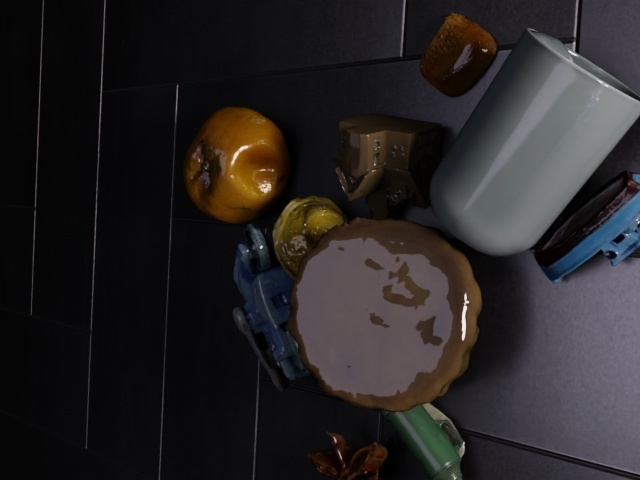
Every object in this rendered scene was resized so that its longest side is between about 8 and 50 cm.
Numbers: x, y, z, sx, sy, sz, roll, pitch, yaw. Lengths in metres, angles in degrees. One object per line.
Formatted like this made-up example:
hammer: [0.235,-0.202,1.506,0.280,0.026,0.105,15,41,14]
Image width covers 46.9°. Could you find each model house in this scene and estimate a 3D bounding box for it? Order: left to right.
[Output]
model house: [0.108,-0.090,1.344,0.181,0.176,0.248,16,117,39]

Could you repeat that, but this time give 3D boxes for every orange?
orange: [-0.196,-0.162,1.569,0.249,0.183,0.249,0,90,39]

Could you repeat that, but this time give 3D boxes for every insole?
insole: [0.191,0.322,1.348,0.192,0.010,0.063,42,116,32]

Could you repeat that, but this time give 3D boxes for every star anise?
star anise: [0.069,0.452,1.389,0.212,0.111,0.196,-28,66,45]

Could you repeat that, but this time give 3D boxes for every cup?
cup: [0.311,-0.139,1.123,0.205,0.205,0.312,48,120,30]

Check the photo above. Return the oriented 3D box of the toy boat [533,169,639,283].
toy boat: [0.423,-0.009,1.110,0.097,0.100,0.223,38,126,-5]

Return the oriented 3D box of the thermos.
thermos: [0.190,0.355,1.303,0.188,0.083,0.073,54,142,24]

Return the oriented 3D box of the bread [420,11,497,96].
bread: [0.232,-0.326,1.297,0.126,0.044,0.129,52,124,30]

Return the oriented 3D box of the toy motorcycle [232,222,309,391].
toy motorcycle: [-0.104,0.137,1.469,0.241,0.182,0.319,-34,76,46]

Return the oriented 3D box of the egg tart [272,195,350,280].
egg tart: [0.000,0.000,1.399,0.074,0.191,0.191,-24,74,55]

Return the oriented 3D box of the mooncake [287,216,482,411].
mooncake: [0.115,0.123,1.252,0.324,0.187,0.324,-3,79,16]
